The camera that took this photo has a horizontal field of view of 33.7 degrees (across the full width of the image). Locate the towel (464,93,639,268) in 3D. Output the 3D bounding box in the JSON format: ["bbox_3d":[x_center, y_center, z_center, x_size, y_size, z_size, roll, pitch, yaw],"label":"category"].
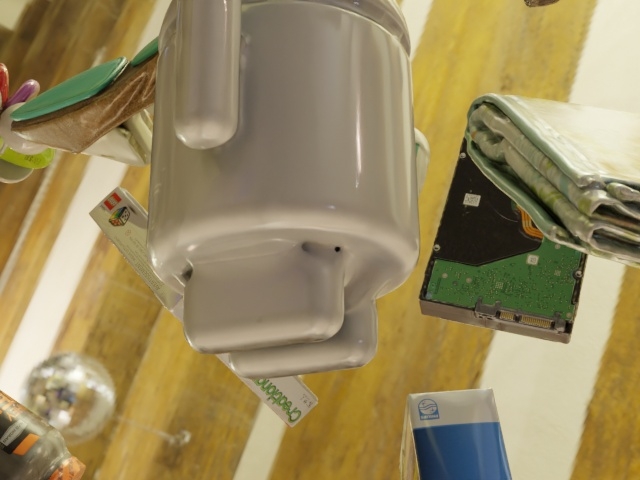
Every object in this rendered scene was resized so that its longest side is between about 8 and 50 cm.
[{"bbox_3d":[0.346,-0.060,1.116,0.374,0.321,0.090,-107,-152,-66],"label":"towel"}]

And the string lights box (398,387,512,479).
[{"bbox_3d":[0.119,0.262,0.835,0.133,0.077,0.259,89,-4,-48],"label":"string lights box"}]

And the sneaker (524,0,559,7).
[{"bbox_3d":[0.357,-0.476,1.734,0.066,0.071,0.188,118,-37,-87],"label":"sneaker"}]

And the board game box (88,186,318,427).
[{"bbox_3d":[-0.128,0.082,1.220,0.053,0.305,0.193,-42,-131,-5],"label":"board game box"}]

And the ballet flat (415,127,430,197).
[{"bbox_3d":[0.000,0.000,1.395,0.400,0.139,0.139,-45,-148,38],"label":"ballet flat"}]

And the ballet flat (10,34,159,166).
[{"bbox_3d":[-0.180,-0.152,1.122,0.342,0.124,0.116,-24,-157,25],"label":"ballet flat"}]

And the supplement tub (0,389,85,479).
[{"bbox_3d":[-0.545,0.331,1.675,0.193,0.316,0.193,-55,179,-2],"label":"supplement tub"}]

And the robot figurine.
[{"bbox_3d":[-0.028,-0.078,0.806,0.200,0.300,0.353,-7,-115,16],"label":"robot figurine"}]

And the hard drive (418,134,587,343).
[{"bbox_3d":[0.308,-0.018,1.662,0.237,0.064,0.338,10,-117,16],"label":"hard drive"}]

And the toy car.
[{"bbox_3d":[-0.449,-0.179,1.491,0.159,0.182,0.136,-38,-153,54],"label":"toy car"}]
